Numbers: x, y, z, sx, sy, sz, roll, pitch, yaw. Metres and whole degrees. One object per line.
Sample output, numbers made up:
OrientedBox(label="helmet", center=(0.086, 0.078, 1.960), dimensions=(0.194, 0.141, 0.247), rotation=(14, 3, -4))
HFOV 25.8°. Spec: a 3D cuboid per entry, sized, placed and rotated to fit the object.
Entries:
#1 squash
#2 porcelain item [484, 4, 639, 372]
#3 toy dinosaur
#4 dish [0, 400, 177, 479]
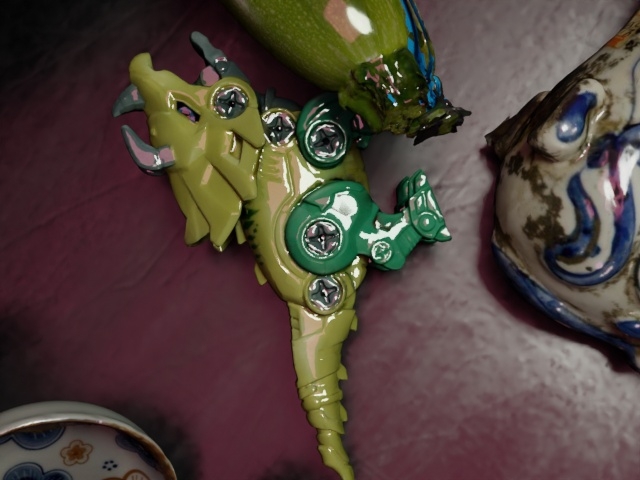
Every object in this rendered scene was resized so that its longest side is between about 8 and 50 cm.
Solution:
OrientedBox(label="squash", center=(-0.031, -0.166, 0.718), dimensions=(0.087, 0.087, 0.331), rotation=(-34, 64, 0))
OrientedBox(label="porcelain item", center=(0.218, -0.063, 0.715), dimensions=(0.186, 0.138, 0.288), rotation=(39, 89, -4))
OrientedBox(label="toy dinosaur", center=(0.000, 0.000, 0.746), dimensions=(0.153, 0.094, 0.259), rotation=(-23, 88, -2))
OrientedBox(label="dish", center=(-0.153, 0.129, 0.751), dimensions=(0.141, 0.078, 0.141), rotation=(-12, 125, -17))
